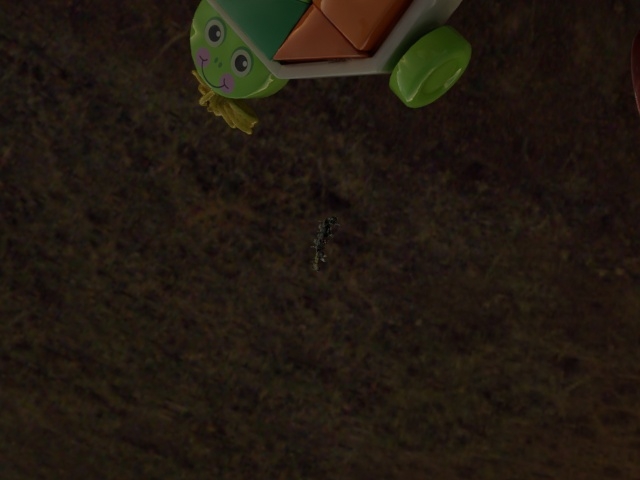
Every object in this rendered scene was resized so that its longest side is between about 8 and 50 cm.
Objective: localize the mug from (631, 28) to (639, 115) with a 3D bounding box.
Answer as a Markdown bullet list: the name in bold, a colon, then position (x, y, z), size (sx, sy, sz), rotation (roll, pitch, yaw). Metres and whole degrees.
- **mug**: position (0.291, -0.116, 0.574), size (0.169, 0.113, 0.150), rotation (-13, 145, 36)

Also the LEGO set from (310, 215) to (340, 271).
- **LEGO set**: position (0.000, -0.002, 0.957), size (0.023, 0.083, 0.054), rotation (16, 103, 8)

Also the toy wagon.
- **toy wagon**: position (0.003, -0.209, 0.600), size (0.267, 0.068, 0.344), rotation (50, 121, 18)
